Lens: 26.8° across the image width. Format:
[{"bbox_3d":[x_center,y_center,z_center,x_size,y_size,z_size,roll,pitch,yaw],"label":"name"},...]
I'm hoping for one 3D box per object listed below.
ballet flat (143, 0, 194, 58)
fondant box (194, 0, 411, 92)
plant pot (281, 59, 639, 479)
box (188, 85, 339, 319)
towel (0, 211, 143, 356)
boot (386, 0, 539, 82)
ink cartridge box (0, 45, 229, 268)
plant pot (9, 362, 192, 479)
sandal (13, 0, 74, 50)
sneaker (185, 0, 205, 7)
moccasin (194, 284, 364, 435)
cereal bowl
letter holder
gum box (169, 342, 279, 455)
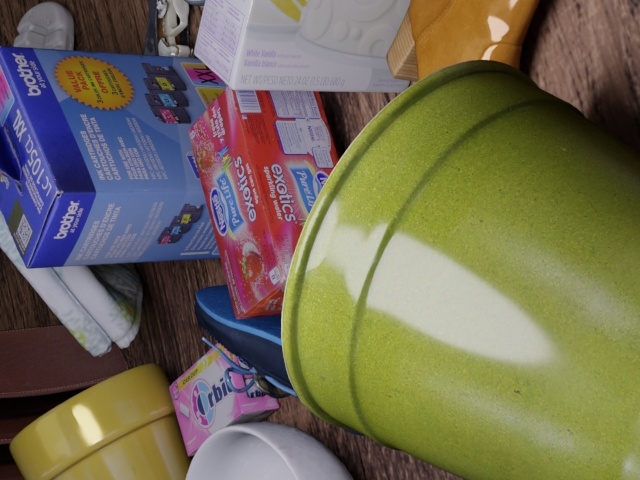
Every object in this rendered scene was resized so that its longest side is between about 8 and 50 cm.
[{"bbox_3d":[-0.214,-0.292,1.928,0.074,0.074,0.203,4,94,55],"label":"ballet flat"},{"bbox_3d":[0.020,-0.325,1.432,0.096,0.238,0.330,44,128,45],"label":"fondant box"},{"bbox_3d":[0.221,0.076,1.130,0.353,0.366,0.367,29,117,37],"label":"plant pot"},{"bbox_3d":[-0.051,-0.047,1.596,0.122,0.128,0.257,-40,60,50],"label":"box"},{"bbox_3d":[-0.388,-0.023,1.946,0.374,0.090,0.320,53,-177,-14],"label":"towel"},{"bbox_3d":[0.169,-0.175,1.352,0.211,0.104,0.295,-57,45,42],"label":"boot"},{"bbox_3d":[-0.280,-0.109,1.750,0.270,0.395,0.151,60,137,32],"label":"ink cartridge box"},{"bbox_3d":[-0.287,0.342,1.963,0.239,0.254,0.254,58,139,10],"label":"plant pot"},{"bbox_3d":[-0.457,-0.194,2.273,0.169,0.102,0.416,5,84,40],"label":"sandal"},{"bbox_3d":[-0.129,-0.392,1.745,0.283,0.122,0.110,-31,67,52],"label":"sneaker"},{"bbox_3d":[-0.054,0.149,1.679,0.342,0.137,0.117,28,124,51],"label":"moccasin"},{"bbox_3d":[-0.034,0.387,1.665,0.339,0.141,0.339,8,100,56],"label":"cereal bowl"},{"bbox_3d":[-0.455,0.264,2.123,0.214,0.301,0.152,58,136,34],"label":"letter holder"},{"bbox_3d":[-0.133,0.215,1.861,0.188,0.062,0.107,-42,59,49],"label":"gum box"}]
